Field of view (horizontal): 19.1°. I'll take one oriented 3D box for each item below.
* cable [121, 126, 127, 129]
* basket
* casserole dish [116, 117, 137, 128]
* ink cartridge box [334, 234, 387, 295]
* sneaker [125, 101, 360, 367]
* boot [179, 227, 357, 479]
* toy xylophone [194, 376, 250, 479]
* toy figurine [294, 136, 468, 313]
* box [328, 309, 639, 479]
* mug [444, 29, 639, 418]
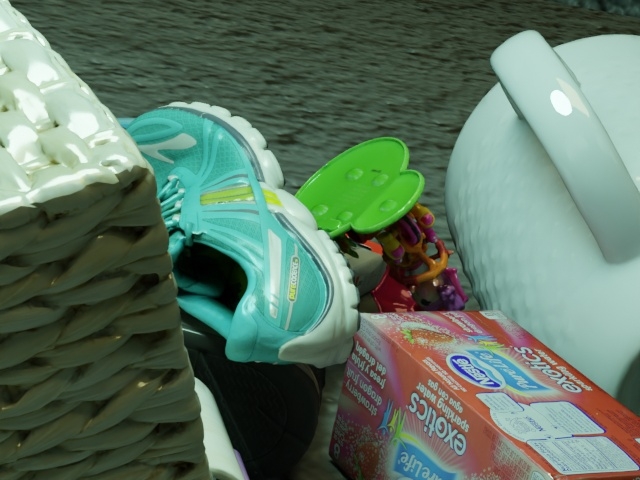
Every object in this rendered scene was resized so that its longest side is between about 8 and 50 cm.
[{"bbox_3d":[-0.137,-0.015,1.708,0.287,0.072,0.139,26,42,15],"label":"cable"},{"bbox_3d":[-0.259,0.053,0.966,0.328,0.266,0.331,-19,36,-19],"label":"basket"},{"bbox_3d":[-0.153,-0.077,1.907,0.114,0.037,0.188,-2,24,-35],"label":"casserole dish"},{"bbox_3d":[0.000,0.000,1.775,0.145,0.045,0.179,20,23,20],"label":"ink cartridge box"},{"bbox_3d":[-0.076,-0.010,1.321,0.110,0.107,0.275,-6,36,-33],"label":"sneaker"},{"bbox_3d":[-0.152,0.031,1.449,0.377,0.138,0.284,19,21,7],"label":"boot"},{"bbox_3d":[-0.182,0.151,1.177,0.322,0.081,0.236,9,25,-11],"label":"toy xylophone"},{"bbox_3d":[0.074,0.014,1.617,0.159,0.130,0.173,51,-17,-24],"label":"toy figurine"},{"bbox_3d":[0.125,0.151,1.301,0.128,0.123,0.257,1,22,-30],"label":"box"},{"bbox_3d":[0.240,-0.005,1.482,0.276,0.374,0.328,-30,31,9],"label":"mug"}]
